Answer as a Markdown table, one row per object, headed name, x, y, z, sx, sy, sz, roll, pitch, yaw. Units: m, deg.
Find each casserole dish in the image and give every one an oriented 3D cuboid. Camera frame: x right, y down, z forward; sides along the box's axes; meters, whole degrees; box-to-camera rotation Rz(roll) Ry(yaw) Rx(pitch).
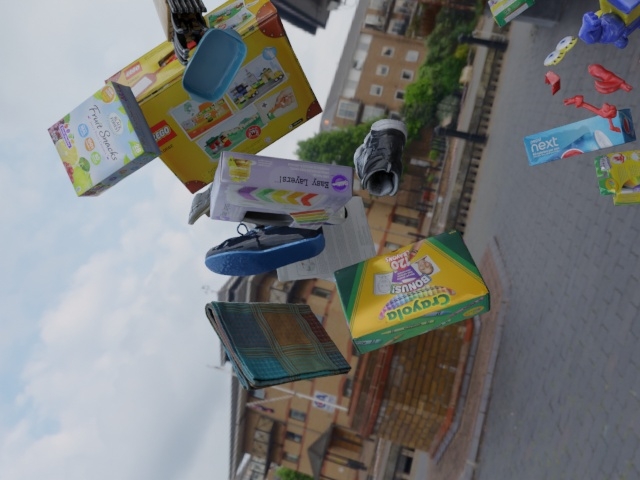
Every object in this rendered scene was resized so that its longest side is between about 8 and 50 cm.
| name | x | y | z | sx | sy | sz | roll | pitch | yaw |
| --- | --- | --- | --- | --- | --- | --- | --- | --- | --- |
| casserole dish | -0.251 | -0.410 | 1.202 | 0.114 | 0.037 | 0.188 | 15 | -61 | -43 |

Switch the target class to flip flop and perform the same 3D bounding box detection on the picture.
| name | x | y | z | sx | sy | sz | roll | pitch | yaw |
| --- | --- | --- | --- | --- | --- | --- | --- | --- | --- |
| flip flop | -0.369 | -0.124 | 1.737 | 0.277 | 0.080 | 0.112 | -33 | 43 | 40 |

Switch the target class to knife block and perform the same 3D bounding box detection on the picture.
| name | x | y | z | sx | sy | sz | roll | pitch | yaw |
| --- | --- | --- | --- | --- | --- | --- | --- | --- | --- |
| knife block | -0.353 | -0.552 | 1.301 | 0.275 | 0.088 | 0.242 | -161 | 63 | -64 |

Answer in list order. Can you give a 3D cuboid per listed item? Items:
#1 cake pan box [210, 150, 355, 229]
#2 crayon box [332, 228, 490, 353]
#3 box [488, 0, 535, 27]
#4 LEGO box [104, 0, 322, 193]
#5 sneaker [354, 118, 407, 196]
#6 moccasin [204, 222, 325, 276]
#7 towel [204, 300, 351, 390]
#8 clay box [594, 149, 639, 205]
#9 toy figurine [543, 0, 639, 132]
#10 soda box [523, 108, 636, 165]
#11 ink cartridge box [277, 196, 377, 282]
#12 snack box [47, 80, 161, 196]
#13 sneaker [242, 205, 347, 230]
| name | x | y | z | sx | sy | sz | roll | pitch | yaw |
| --- | --- | --- | --- | --- | --- | --- | --- | --- | --- |
| cake pan box | -0.089 | -0.089 | 1.026 | 0.267 | 0.245 | 0.070 | 144 | 131 | -69 |
| crayon box | 0.181 | 0.103 | 1.054 | 0.081 | 0.278 | 0.165 | 64 | -172 | -52 |
| box | 0.529 | -0.670 | 1.444 | 0.105 | 0.043 | 0.179 | -31 | 29 | 31 |
| LEGO box | -0.294 | -0.424 | 1.516 | 0.193 | 0.500 | 0.372 | 59 | -179 | 37 |
| sneaker | 0.134 | -0.166 | 1.252 | 0.269 | 0.101 | 0.153 | 113 | 167 | -69 |
| moccasin | -0.152 | 0.015 | 1.440 | 0.138 | 0.341 | 0.117 | 72 | -169 | -53 |
| towel | -0.105 | 0.262 | 1.377 | 0.370 | 0.271 | 0.040 | 7 | -54 | -46 |
| clay box | 0.771 | -0.152 | 1.209 | 0.053 | 0.221 | 0.128 | 56 | -144 | -50 |
| toy figurine | 0.503 | -0.361 | 0.743 | 0.362 | 0.191 | 0.217 | -41 | -24 | 13 |
| soda box | 0.566 | -0.224 | 1.138 | 0.067 | 0.210 | 0.071 | -16 | -87 | -37 |
| ink cartridge box | 0.000 | 0.000 | 1.837 | 0.091 | 0.384 | 0.308 | 132 | 130 | -60 |
| snack box | -0.479 | -0.219 | 1.141 | 0.175 | 0.207 | 0.070 | 63 | -162 | 4 |
| sneaker | -0.105 | -0.076 | 1.627 | 0.236 | 0.322 | 0.130 | -54 | 23 | 40 |
